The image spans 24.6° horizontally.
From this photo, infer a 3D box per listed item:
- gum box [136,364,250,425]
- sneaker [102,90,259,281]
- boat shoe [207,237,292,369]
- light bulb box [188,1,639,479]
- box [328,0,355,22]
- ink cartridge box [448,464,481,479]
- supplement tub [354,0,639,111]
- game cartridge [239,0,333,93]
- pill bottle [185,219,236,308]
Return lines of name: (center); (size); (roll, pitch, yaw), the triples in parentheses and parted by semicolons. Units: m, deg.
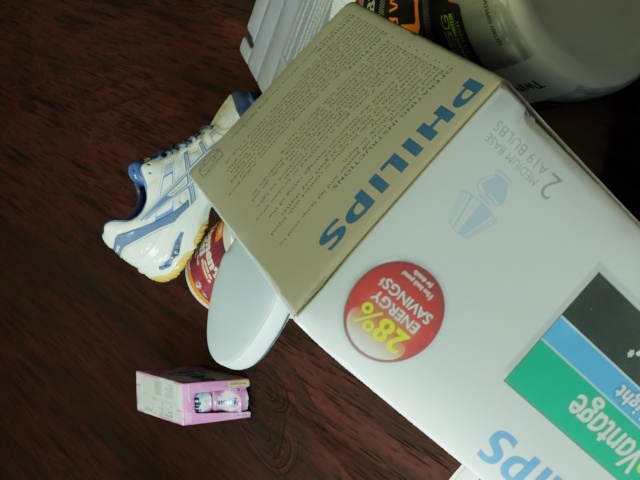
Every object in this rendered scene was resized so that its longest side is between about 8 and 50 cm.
gum box: (-0.188, 0.227, 2.172); (0.188, 0.107, 0.062); (4, 96, 61)
sneaker: (-0.187, -0.095, 2.001); (0.296, 0.131, 0.112); (-61, 12, -16)
boat shoe: (-0.004, -0.005, 1.758); (0.136, 0.156, 0.367); (33, 104, 51)
light bulb box: (0.120, 0.022, 1.208); (0.225, 0.358, 0.361); (-48, 24, 2)
box: (0.077, -0.249, 1.646); (0.101, 0.102, 0.087); (51, 137, 48)
ink cartridge box: (0.224, 0.340, 1.411); (0.201, 0.117, 0.278); (-61, 42, 44)
supplement tub: (0.162, -0.210, 1.397); (0.316, 0.193, 0.194); (-9, 84, 62)
game cartridge: (0.006, -0.306, 1.820); (0.230, 0.068, 0.355); (59, 141, 35)
pill bottle: (-0.088, 0.013, 1.953); (0.221, 0.121, 0.121); (-38, 60, 57)
